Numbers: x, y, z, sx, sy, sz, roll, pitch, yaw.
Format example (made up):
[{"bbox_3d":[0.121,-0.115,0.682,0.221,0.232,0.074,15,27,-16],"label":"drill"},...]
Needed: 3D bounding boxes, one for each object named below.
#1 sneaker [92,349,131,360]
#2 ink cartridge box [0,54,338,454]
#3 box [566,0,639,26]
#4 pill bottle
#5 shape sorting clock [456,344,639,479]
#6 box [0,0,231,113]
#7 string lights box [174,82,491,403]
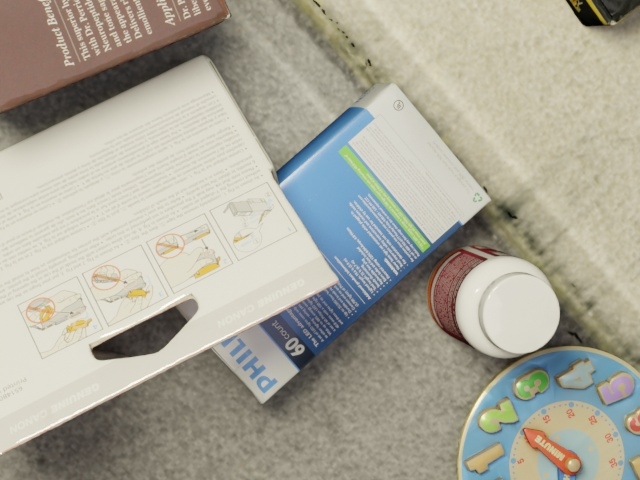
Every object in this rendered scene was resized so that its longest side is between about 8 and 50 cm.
[{"bbox_3d":[-0.245,0.078,1.464,0.190,0.071,0.083,9,88,-12],"label":"sneaker"},{"bbox_3d":[-0.165,0.017,1.396,0.296,0.066,0.261,-26,58,-7],"label":"ink cartridge box"},{"bbox_3d":[0.289,-0.377,1.519,0.322,0.079,0.257,-37,103,-6],"label":"box"},{"bbox_3d":[0.146,0.052,1.492,0.086,0.152,0.086,-1,95,-10],"label":"pill bottle"},{"bbox_3d":[0.220,0.196,1.577,0.206,0.040,0.206,-1,96,-11],"label":"shape sorting clock"},{"bbox_3d":[-0.200,-0.212,1.393,0.203,0.167,0.168,-22,100,-8],"label":"box"},{"bbox_3d":[0.000,0.000,1.498,0.259,0.077,0.133,-41,101,-5],"label":"string lights box"}]
